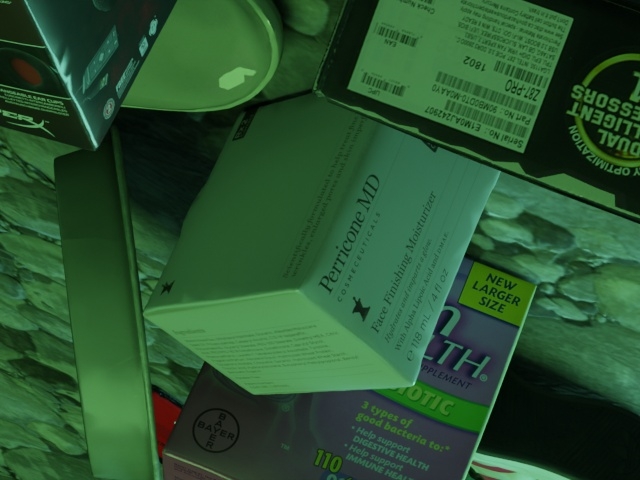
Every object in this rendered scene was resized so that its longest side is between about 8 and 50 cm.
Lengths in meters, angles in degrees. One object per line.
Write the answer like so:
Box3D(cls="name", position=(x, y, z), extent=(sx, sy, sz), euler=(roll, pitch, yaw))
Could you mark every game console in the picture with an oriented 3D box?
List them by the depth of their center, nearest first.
Box3D(cls="game console", position=(-0.182, 0.213, 1.895), extent=(0.144, 0.085, 0.124), euler=(37, 121, -25))

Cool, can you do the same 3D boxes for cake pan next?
Box3D(cls="cake pan", position=(-0.168, 0.058, 1.270), extent=(0.054, 0.293, 0.293), euler=(-7, 155, -8))

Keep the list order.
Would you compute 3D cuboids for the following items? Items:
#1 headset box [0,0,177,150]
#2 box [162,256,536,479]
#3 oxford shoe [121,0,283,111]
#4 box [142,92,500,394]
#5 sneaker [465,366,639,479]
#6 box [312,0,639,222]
Box3D(cls="headset box", position=(-0.147, -0.218, 0.781), extent=(0.110, 0.218, 0.293), euler=(15, 153, 18))
Box3D(cls="box", position=(0.023, 0.118, 1.255), extent=(0.214, 0.243, 0.117), euler=(22, 154, 6))
Box3D(cls="oxford shoe", position=(-0.239, -0.151, 0.995), extent=(0.449, 0.130, 0.169), euler=(15, 132, -18))
Box3D(cls="box", position=(0.000, 0.000, 1.119), extent=(0.119, 0.181, 0.182), euler=(39, 152, -29))
Box3D(cls="sneaker", position=(0.141, 0.177, 1.423), extent=(0.296, 0.123, 0.178), euler=(25, 145, -4))
Box3D(cls="box", position=(0.214, -0.037, 0.806), extent=(0.395, 0.097, 0.318), euler=(21, -173, 8))
